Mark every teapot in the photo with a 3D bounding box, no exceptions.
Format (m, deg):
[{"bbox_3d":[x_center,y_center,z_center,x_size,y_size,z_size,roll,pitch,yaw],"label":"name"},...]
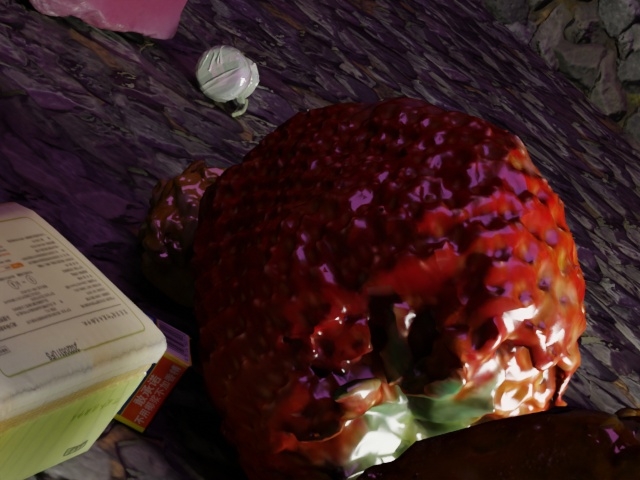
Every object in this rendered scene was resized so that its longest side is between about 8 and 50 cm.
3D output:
[{"bbox_3d":[-0.100,-0.178,2.189,0.064,0.064,0.083,1,70,-71],"label":"teapot"}]

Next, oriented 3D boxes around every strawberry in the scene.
[{"bbox_3d":[0.044,0.034,1.504,0.267,0.312,0.351,44,14,-47],"label":"strawberry"}]

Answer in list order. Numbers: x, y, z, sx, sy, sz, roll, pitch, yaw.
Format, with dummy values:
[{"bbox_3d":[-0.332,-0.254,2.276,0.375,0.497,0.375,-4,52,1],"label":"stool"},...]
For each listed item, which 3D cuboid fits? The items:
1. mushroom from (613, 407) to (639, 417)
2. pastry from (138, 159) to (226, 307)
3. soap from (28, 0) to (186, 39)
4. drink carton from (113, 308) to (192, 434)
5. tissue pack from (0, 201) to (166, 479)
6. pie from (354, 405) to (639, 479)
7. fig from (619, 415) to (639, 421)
[{"bbox_3d":[0.343,0.214,1.947,0.127,0.087,0.127,33,22,-15],"label":"mushroom"},{"bbox_3d":[-0.038,0.025,1.690,0.250,0.102,0.154,27,34,-9],"label":"pastry"},{"bbox_3d":[-0.318,-0.383,2.191,0.359,0.128,0.233,43,20,26],"label":"soap"},{"bbox_3d":[-0.181,0.068,1.413,0.166,0.071,0.056,31,16,-16],"label":"drink carton"},{"bbox_3d":[-0.229,0.071,1.239,0.159,0.125,0.234,41,18,11],"label":"tissue pack"},{"bbox_3d":[0.130,0.248,1.219,0.308,0.308,0.085,36,11,0],"label":"pie"},{"bbox_3d":[0.257,0.254,1.534,0.235,0.214,0.235,-8,90,-73],"label":"fig"}]
